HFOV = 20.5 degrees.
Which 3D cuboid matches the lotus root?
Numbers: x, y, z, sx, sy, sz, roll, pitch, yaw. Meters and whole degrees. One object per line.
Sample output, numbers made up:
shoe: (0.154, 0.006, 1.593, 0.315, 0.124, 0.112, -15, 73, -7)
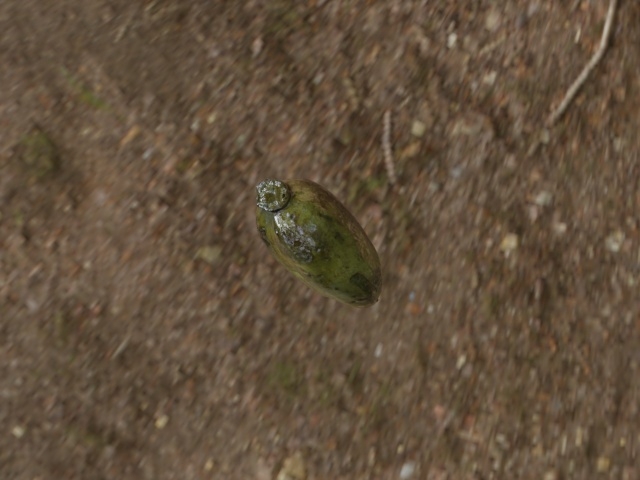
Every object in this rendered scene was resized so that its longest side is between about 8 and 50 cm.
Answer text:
lotus root: (0.000, 0.000, 1.707, 0.179, 0.089, 0.080, 45, 74, -34)
